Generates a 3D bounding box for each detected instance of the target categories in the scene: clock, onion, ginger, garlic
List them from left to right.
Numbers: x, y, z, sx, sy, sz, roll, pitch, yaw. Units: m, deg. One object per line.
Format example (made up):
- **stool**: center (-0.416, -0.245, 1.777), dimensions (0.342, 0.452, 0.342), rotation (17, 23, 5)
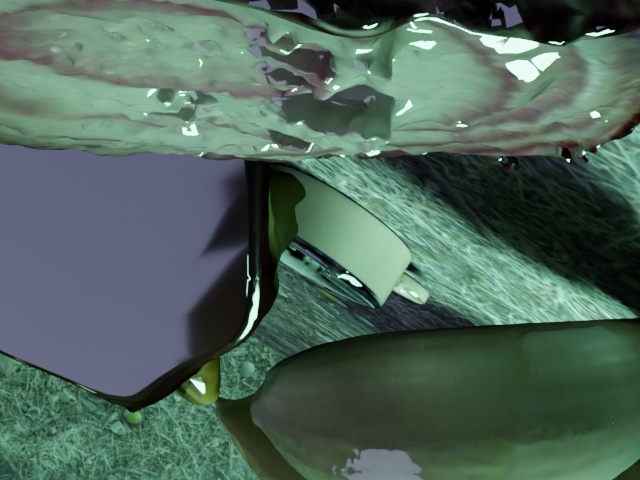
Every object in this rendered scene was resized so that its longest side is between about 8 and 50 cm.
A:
- **ginger**: center (-0.169, -0.094, 0.774), dimensions (0.359, 0.211, 0.413), rotation (12, 130, 3)
- **onion**: center (-0.035, -0.104, 0.509), dimensions (0.315, 0.146, 0.280), rotation (1, 174, 3)
- **clock**: center (0.000, 0.000, 1.191), dimensions (0.229, 0.063, 0.156), rotation (39, 168, -22)
- **garlic**: center (0.096, 0.113, 0.840), dimensions (0.325, 0.132, 0.279), rotation (-10, 164, -5)

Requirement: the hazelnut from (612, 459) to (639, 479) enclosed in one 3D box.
- **hazelnut**: center (0.187, 0.305, 1.353), dimensions (0.366, 0.365, 0.366), rotation (32, 170, 6)
